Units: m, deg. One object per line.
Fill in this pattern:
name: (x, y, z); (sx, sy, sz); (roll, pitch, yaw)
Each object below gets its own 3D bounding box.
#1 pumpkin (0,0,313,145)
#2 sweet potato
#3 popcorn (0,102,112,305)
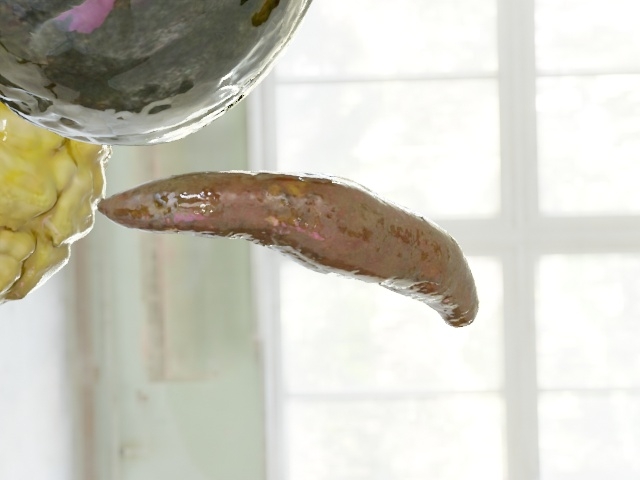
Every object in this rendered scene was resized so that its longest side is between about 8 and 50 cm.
pumpkin: (-0.100, -0.133, 0.676); (0.223, 0.157, 0.223); (56, -2, 2)
sweet potato: (0.004, -0.005, 1.070); (0.078, 0.255, 0.058); (-32, -127, 44)
popcorn: (-0.265, -0.032, 1.308); (0.190, 0.250, 0.250); (48, 11, -8)
